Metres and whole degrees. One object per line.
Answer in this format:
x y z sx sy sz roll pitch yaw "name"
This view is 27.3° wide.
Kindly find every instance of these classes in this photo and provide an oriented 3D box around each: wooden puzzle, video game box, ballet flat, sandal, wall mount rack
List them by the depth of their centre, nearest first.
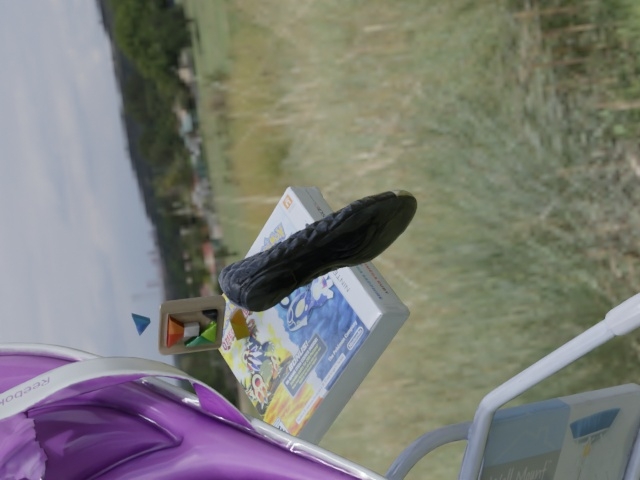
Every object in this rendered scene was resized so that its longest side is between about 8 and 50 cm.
-0.125 0.133 0.757 0.102 0.416 0.169 72 -148 -54 "sandal"
0.210 0.144 0.928 0.130 0.350 0.304 32 117 44 "wall mount rack"
0.000 0.000 1.019 0.049 0.173 0.057 42 151 44 "ballet flat"
-0.128 0.087 1.325 0.014 0.116 0.078 -110 14 -44 "wooden puzzle"
-0.020 0.080 1.340 0.205 0.048 0.187 -58 49 28 "video game box"
